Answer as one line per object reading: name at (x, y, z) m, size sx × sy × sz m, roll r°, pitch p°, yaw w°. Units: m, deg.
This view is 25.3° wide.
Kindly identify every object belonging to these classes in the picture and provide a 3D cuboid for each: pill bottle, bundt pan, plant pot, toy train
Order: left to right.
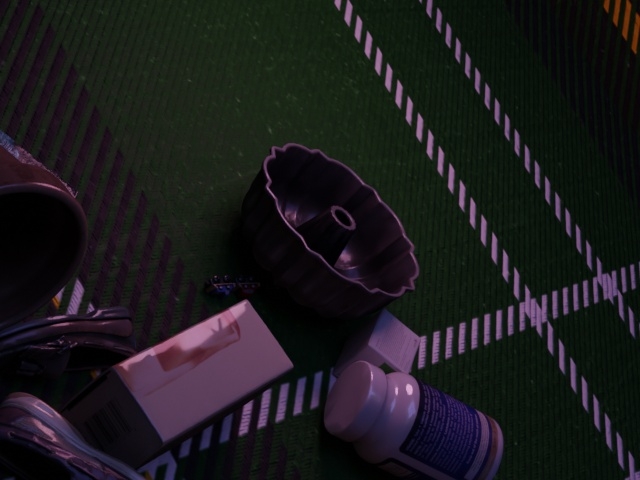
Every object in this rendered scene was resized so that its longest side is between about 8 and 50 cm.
plant pot at (-0.471, -0.042, 1.875) m, size 0.263 × 0.263 × 0.229 m, roll 2°, pitch 40°, yaw -44°
toy train at (-0.122, 0.075, 2.279) m, size 0.158 × 0.027 × 0.036 m, roll 1°, pitch 68°, yaw -45°
bundt pan at (0.000, 0.000, 2.361) m, size 0.331 × 0.124 × 0.331 m, roll 33°, pitch 29°, yaw -22°
pill bottle at (0.145, 0.298, 2.243) m, size 0.265 × 0.153 × 0.153 m, roll 29°, pitch 41°, yaw -25°

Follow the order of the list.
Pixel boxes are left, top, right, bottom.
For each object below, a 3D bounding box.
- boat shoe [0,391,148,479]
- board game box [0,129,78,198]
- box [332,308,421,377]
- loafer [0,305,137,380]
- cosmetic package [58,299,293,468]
boat shoe at (-0.311, 0.313, 1.825) m, size 0.285 × 0.103 × 0.092 m, roll 41°, pitch 43°, yaw -5°
board game box at (-0.454, -0.088, 2.088) m, size 0.186 × 0.026 × 0.126 m, roll 40°, pitch 37°, yaw -11°
box at (0.092, 0.188, 2.329) m, size 0.087 × 0.101 × 0.102 m, roll 40°, pitch 38°, yaw -10°
loafer at (-0.348, 0.149, 1.936) m, size 0.267 × 0.096 × 0.084 m, roll -10°, pitch 72°, yaw -51°
cosmetic package at (-0.197, 0.207, 1.985) m, size 0.129 × 0.153 × 0.296 m, roll 56°, pitch 36°, yaw 7°
